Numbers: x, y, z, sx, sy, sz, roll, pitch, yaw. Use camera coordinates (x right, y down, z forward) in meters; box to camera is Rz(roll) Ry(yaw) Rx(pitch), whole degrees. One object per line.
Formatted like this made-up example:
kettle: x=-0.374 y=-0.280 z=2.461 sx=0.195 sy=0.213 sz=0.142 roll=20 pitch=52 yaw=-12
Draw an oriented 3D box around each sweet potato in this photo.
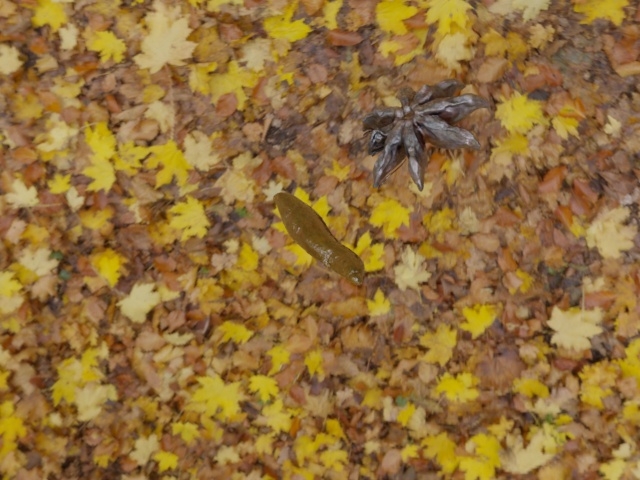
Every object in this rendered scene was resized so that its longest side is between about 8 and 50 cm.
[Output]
sweet potato: x=0.000 y=0.000 z=0.425 sx=0.026 sy=0.115 sz=0.026 roll=-17 pitch=127 yaw=-25

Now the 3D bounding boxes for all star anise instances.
star anise: x=0.094 y=-0.112 z=0.647 sx=0.141 sy=0.141 sz=0.042 roll=-21 pitch=137 yaw=18
